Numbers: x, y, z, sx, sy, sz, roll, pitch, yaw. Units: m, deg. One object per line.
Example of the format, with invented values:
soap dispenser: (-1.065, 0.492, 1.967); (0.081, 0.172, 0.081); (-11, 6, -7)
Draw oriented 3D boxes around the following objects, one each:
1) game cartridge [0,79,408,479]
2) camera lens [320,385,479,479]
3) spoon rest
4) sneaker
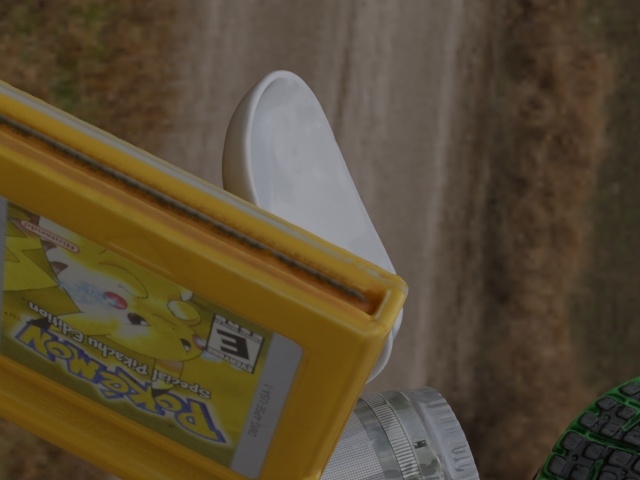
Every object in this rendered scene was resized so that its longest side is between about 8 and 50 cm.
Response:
game cartridge: (-0.115, 0.062, 1.061); (0.052, 0.285, 0.323); (-61, 175, -36)
camera lens: (0.022, 0.296, 1.930); (0.219, 0.274, 0.219); (165, -90, -76)
spoon rest: (0.000, 0.000, 1.251); (0.137, 0.084, 0.276); (-69, 148, -44)
sneaker: (0.206, 0.245, 1.465); (0.343, 0.134, 0.146); (-49, -176, 1)
